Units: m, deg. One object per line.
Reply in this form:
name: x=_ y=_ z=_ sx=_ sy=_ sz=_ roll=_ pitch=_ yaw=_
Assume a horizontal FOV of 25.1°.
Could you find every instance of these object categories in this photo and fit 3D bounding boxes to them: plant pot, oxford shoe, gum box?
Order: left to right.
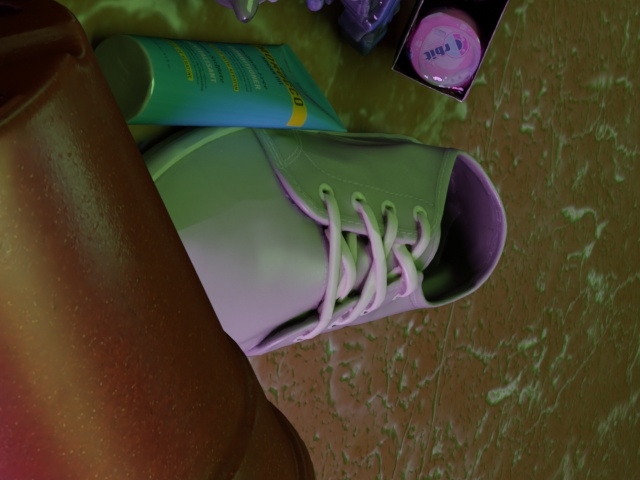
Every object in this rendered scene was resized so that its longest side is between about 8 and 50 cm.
plant pot: x=-0.162 y=0.046 z=0.654 sx=0.272 sy=0.272 sz=0.265 roll=-45 pitch=132 yaw=-39
oxford shoe: x=0.000 y=0.000 z=1.009 sx=0.449 sy=0.130 sz=0.169 roll=-11 pitch=116 yaw=-55
gum box: x=0.119 y=-0.209 z=1.079 sx=0.107 sy=0.062 sz=0.188 roll=-72 pitch=-175 yaw=-74

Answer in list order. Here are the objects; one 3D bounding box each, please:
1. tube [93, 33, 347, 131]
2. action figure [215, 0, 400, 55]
tube: x=-0.061 y=-0.100 z=0.923 sx=0.052 sy=0.080 sz=0.207 roll=-38 pitch=163 yaw=30
action figure: x=0.019 y=-0.267 z=0.936 sx=0.330 sy=0.178 sz=0.341 roll=-54 pitch=175 yaw=-19
